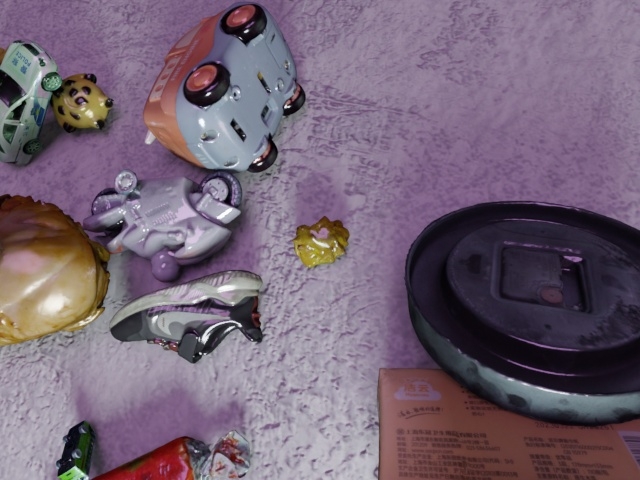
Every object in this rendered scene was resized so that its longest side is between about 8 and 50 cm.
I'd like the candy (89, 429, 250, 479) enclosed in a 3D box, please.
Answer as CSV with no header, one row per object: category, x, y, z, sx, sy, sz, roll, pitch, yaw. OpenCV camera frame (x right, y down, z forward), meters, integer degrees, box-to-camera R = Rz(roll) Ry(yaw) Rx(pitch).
candy,-0.228,0.323,0.576,0.292,0.059,0.086,-25,66,-3

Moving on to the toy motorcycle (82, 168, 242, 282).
toy motorcycle,-0.243,-0.020,0.693,0.260,0.110,0.171,-6,80,11

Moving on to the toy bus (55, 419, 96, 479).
toy bus,-0.326,0.283,0.598,0.031,0.037,0.083,-31,28,-4

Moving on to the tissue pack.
tissue pack,0.214,0.283,0.472,0.306,0.238,0.238,0,69,8

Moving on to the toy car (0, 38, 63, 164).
toy car,-0.532,-0.237,0.775,0.090,0.076,0.224,41,118,9

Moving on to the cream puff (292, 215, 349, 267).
cream puff,0.000,0.000,0.670,0.083,0.058,0.083,19,74,13

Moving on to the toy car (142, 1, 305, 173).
toy car,-0.169,-0.245,0.730,0.212,0.180,0.270,11,66,28

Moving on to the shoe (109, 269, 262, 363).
shoe,-0.183,0.119,0.634,0.227,0.099,0.112,-20,75,-1

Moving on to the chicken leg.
chicken leg,-0.502,0.069,0.683,0.409,0.182,0.295,-34,58,11

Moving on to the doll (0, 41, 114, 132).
doll,-0.516,-0.287,0.842,0.291,0.086,0.117,25,84,14

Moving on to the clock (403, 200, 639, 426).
clock,0.259,0.061,0.527,0.319,0.066,0.319,-4,37,3
